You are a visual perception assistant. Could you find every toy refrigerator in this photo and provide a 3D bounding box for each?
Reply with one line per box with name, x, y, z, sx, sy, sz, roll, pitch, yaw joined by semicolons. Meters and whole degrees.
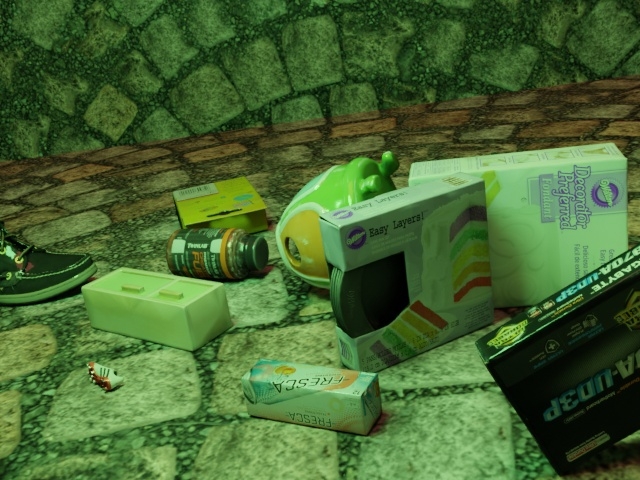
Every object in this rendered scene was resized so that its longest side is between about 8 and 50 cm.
toy refrigerator;-0.297;0.114;1.324;0.270;0.094;0.102;7;25;36

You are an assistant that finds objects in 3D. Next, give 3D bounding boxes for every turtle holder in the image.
turtle holder;0.054;-0.039;1.378;0.228;0.243;0.320;-17;33;23

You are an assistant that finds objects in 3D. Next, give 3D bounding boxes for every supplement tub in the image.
supplement tub;-0.208;0.026;1.511;0.198;0.106;0.106;-1;21;22

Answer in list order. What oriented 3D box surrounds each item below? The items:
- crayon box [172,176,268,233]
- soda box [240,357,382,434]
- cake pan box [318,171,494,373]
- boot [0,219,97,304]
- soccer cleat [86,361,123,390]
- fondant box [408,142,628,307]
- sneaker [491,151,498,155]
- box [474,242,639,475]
crayon box;-0.250;-0.069;1.829;0.202;0.081;0.318;-13;19;-11
soda box;-0.012;0.206;0.989;0.183;0.062;0.058;2;22;27
cake pan box;0.131;0.048;1.099;0.267;0.245;0.070;-17;21;-23
boot;-0.681;-0.016;1.562;0.378;0.284;0.138;-4;20;15
soccer cleat;-0.342;0.212;1.172;0.036;0.029;0.083;-13;21;-38
fondant box;0.320;-0.017;1.207;0.331;0.238;0.096;-5;20;11
sneaker;0.501;-0.169;1.767;0.256;0.094;0.151;-1;18;18
box;0.304;0.128;0.799;0.220;0.175;0.051;-32;18;7
